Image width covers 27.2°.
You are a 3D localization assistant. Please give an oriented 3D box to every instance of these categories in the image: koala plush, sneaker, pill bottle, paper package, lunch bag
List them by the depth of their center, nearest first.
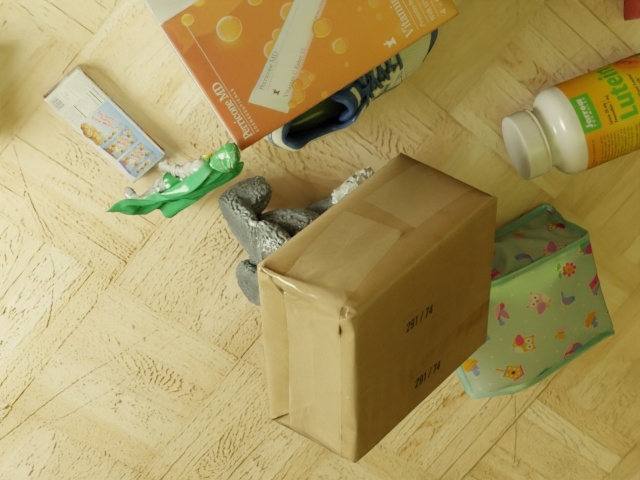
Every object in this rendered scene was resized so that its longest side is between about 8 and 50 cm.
[{"bbox_3d":[0.080,0.091,1.813,0.325,0.168,0.309,-39,143,-35],"label":"paper package"},{"bbox_3d":[0.051,-0.215,1.847,0.296,0.131,0.112,-35,119,0],"label":"sneaker"},{"bbox_3d":[0.000,0.000,1.919,0.221,0.203,0.196,-22,122,-20],"label":"koala plush"},{"bbox_3d":[0.403,-0.180,1.976,0.246,0.136,0.136,-21,121,-7],"label":"pill bottle"},{"bbox_3d":[0.303,0.104,2.077,0.262,0.160,0.223,-29,122,-9],"label":"lunch bag"}]

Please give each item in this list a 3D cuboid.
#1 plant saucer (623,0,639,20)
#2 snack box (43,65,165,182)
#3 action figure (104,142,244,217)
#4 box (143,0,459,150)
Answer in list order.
[{"bbox_3d":[0.546,-0.411,1.856,0.258,0.259,0.047,-39,97,4],"label":"plant saucer"},{"bbox_3d":[-0.296,-0.158,1.824,0.064,0.022,0.178,-42,121,5],"label":"snack box"},{"bbox_3d":[-0.178,-0.084,1.791,0.137,0.232,0.063,-11,84,-42],"label":"action figure"},{"bbox_3d":[-0.030,-0.317,1.746,0.345,0.168,0.215,-33,121,0],"label":"box"}]
